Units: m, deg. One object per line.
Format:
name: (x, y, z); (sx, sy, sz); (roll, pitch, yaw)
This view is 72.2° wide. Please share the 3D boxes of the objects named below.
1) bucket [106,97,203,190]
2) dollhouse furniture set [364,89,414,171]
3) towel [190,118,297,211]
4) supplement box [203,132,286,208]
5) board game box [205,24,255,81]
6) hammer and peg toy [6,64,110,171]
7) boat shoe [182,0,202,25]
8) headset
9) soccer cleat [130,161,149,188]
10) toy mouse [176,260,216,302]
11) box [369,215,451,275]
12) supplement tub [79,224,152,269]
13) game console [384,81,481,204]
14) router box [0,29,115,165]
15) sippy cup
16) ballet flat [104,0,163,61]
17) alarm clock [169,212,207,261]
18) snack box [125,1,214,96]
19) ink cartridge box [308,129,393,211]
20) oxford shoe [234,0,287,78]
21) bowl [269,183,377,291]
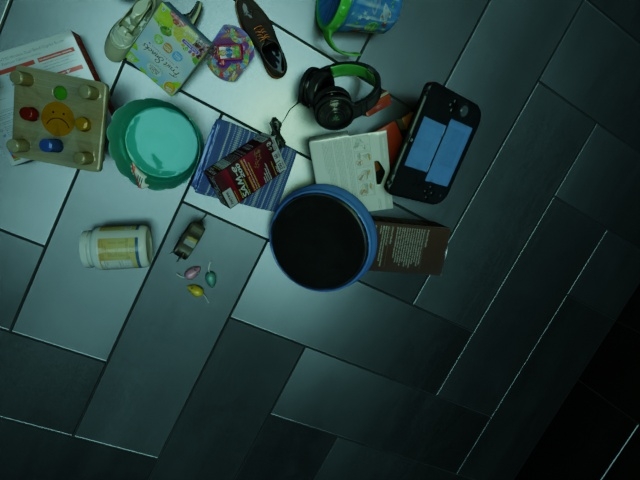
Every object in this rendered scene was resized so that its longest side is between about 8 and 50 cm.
bucket: (-0.507, -0.305, 1.380); (0.280, 0.183, 0.281); (-3, 106, -12)
dollhouse furniture set: (0.235, -0.385, 1.544); (0.262, 0.135, 0.259); (-30, 109, -3)
towel: (-0.245, -0.238, 1.463); (0.335, 0.040, 0.243); (13, 102, -45)
supplement box: (-0.235, -0.225, 1.399); (0.239, 0.073, 0.130); (-40, 132, -20)
board game box: (-0.294, -0.594, 1.399); (0.133, 0.033, 0.168); (41, 112, -11)
hammer and peg toy: (-0.791, -0.345, 1.243); (0.361, 0.127, 0.266); (10, 102, -2)
boat shoe: (-0.417, -0.680, 1.365); (0.049, 0.056, 0.152); (27, 98, -23)
headset: (0.015, -0.444, 1.445); (0.394, 0.243, 0.185); (-27, 145, -10)
soccer cleat: (-0.533, -0.193, 1.294); (0.035, 0.029, 0.083); (-19, 112, -16)
toy mouse: (-0.434, 0.138, 1.594); (0.161, 0.031, 0.143); (34, 95, -18)
box: (0.279, 0.014, 1.662); (0.381, 0.143, 0.191); (6, 103, -12)
supplement tub: (-0.671, 0.023, 1.452); (0.199, 0.144, 0.145); (-3, 105, -11)
game console: (0.404, -0.323, 1.547); (0.341, 0.060, 0.387); (4, 112, -46)
router box: (-0.832, -0.425, 1.329); (0.335, 0.082, 0.301); (-21, 108, -6)
sippy cup: (0.130, -0.765, 1.387); (0.223, 0.305, 0.240); (3, 60, -24)
ballet flat: (-0.574, -0.651, 1.326); (0.086, 0.086, 0.248); (39, 94, -19)
alarm clock: (-0.443, -0.018, 1.508); (0.064, 0.129, 0.192); (36, 67, -16)
snack box: (-0.460, -0.582, 1.346); (0.174, 0.070, 0.207); (39, 114, -18)
ink cartridge box: (0.110, -0.234, 1.538); (0.260, 0.066, 0.297); (-8, 120, 3)
oxford shoe: (-0.180, -0.655, 1.401); (0.096, 0.098, 0.271); (-33, 109, -2)
bowl: (0.000, 0.000, 1.537); (0.390, 0.077, 0.392); (5, 107, 16)
